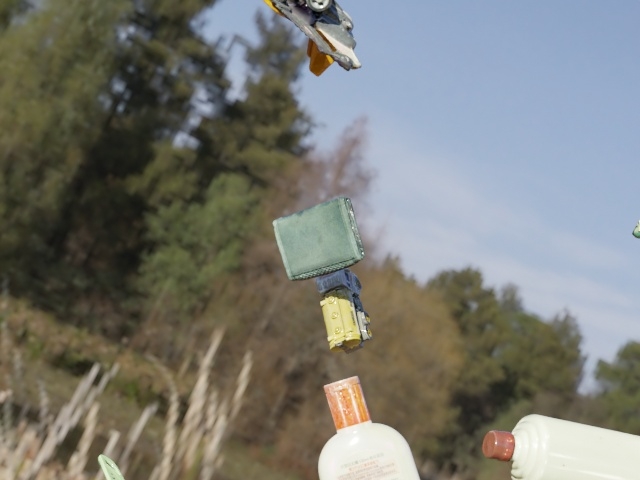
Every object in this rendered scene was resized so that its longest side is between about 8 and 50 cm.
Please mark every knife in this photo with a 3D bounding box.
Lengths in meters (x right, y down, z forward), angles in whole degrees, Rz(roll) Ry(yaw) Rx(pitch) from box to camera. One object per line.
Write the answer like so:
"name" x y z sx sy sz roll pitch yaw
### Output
"knife" -0.289 0.427 2.173 0.043 0.020 0.293 26 16 -39

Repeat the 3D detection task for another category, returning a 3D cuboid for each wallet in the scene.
"wallet" 0.000 0.000 1.798 0.129 0.088 0.026 -18 -3 40

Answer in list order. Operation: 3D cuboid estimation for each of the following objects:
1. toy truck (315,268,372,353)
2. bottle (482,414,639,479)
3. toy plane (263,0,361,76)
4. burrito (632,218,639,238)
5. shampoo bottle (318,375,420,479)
"toy truck" 0.028 0.093 1.859 0.063 0.052 0.123 41 30 -51
"bottle" 0.336 0.298 1.909 0.245 0.104 0.104 13 -1 -19
"toy plane" -0.066 -0.361 1.874 0.316 0.103 0.204 44 20 -26
"burrito" 0.582 -0.087 2.017 0.066 0.309 0.096 50 -9 49
"shampoo bottle" 0.053 0.261 1.554 0.108 0.221 0.051 -16 -8 -1
